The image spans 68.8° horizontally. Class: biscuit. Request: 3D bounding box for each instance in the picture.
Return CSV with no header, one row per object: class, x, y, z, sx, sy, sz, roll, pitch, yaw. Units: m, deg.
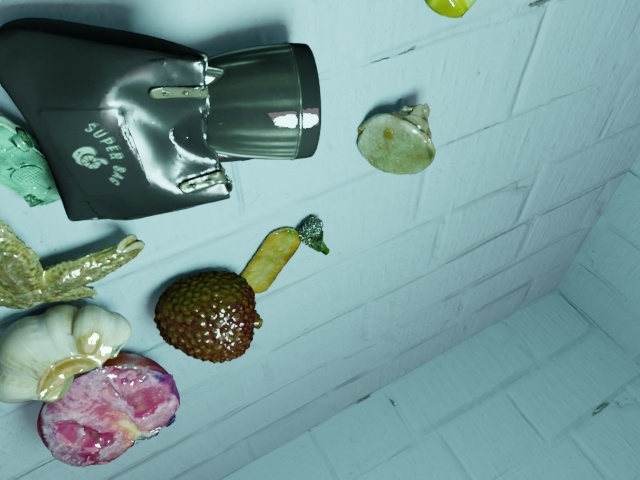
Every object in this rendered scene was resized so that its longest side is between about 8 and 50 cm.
biscuit,-0.144,0.059,1.312,0.118,0.029,0.247,18,119,-41

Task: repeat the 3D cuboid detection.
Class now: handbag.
handbag,-0.294,-0.163,0.729,0.288,0.152,0.342,-2,134,2

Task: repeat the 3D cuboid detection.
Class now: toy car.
toy car,-0.491,-0.132,0.766,0.090,0.076,0.224,-29,163,-6

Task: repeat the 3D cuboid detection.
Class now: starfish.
starfish,-0.575,0.052,0.874,0.432,0.082,0.324,12,136,-45

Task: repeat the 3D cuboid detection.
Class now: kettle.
kettle,-0.157,-0.245,0.854,0.271,0.251,0.207,-7,102,-15

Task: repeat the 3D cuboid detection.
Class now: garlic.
garlic,-0.582,0.228,1.024,0.281,0.203,0.185,-43,112,-15

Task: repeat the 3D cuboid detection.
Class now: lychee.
lychee,-0.279,0.189,1.189,0.271,0.236,0.236,17,122,-25

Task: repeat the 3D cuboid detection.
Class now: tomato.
tomato,-0.563,0.412,1.249,0.335,0.176,0.289,-33,125,-11

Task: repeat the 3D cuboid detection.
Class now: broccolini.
broccolini,-0.019,-0.001,1.335,0.068,0.091,0.202,9,157,11

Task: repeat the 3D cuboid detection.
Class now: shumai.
shumai,0.195,-0.263,1.163,0.201,0.201,0.120,78,30,-52

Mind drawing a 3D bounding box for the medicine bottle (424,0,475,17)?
medicine bottle,0.299,-0.555,0.909,0.124,0.124,0.239,15,121,-48
